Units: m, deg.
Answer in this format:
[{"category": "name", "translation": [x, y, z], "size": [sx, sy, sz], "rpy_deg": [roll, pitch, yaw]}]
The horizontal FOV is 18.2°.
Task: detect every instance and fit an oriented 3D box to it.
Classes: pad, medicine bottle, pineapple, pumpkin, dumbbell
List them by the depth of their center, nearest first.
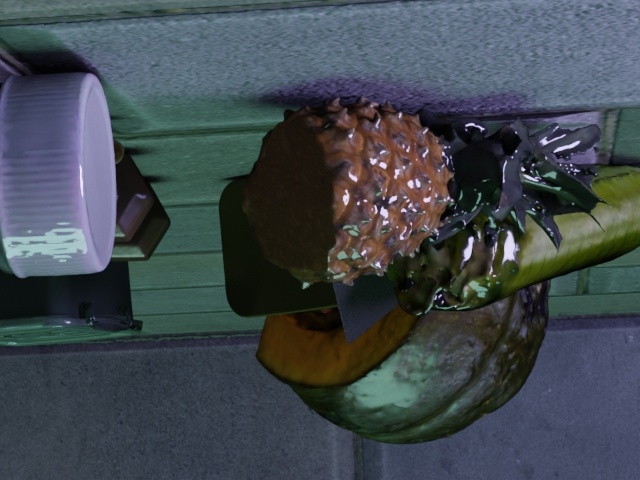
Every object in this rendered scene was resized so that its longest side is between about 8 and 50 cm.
[{"category": "medicine bottle", "translation": [-0.298, -0.043, 1.496], "size": [0.273, 0.165, 0.165], "rpy_deg": [-4, 173, 3]}, {"category": "pineapple", "translation": [0.113, -0.053, 1.700], "size": [0.364, 0.166, 0.165], "rpy_deg": [-7, 177, -37]}, {"category": "pad", "translation": [0.063, 0.001, 1.885], "size": [0.143, 0.003, 0.211], "rpy_deg": [-38, 147, -17]}, {"category": "dumbbell", "translation": [-0.200, -0.030, 1.947], "size": [0.082, 0.092, 0.231], "rpy_deg": [-31, 174, -3]}, {"category": "pumpkin", "translation": [0.097, 0.072, 2.145], "size": [0.256, 0.303, 0.225], "rpy_deg": [27, -174, 39]}]

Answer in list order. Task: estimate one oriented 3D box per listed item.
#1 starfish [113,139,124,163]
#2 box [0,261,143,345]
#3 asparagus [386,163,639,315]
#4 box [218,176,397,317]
[{"category": "starfish", "translation": [-0.290, -0.069, 1.690], "size": [0.240, 0.043, 0.227], "rpy_deg": [7, 154, -13]}, {"category": "box", "translation": [-0.334, 0.049, 2.350], "size": [0.243, 0.135, 0.163], "rpy_deg": [-6, 171, 37]}, {"category": "asparagus", "translation": [0.215, -0.008, 1.964], "size": [0.382, 0.108, 0.128], "rpy_deg": [-14, 152, -49]}, {"category": "box", "translation": [0.000, 0.000, 2.016], "size": [0.201, 0.144, 0.090], "rpy_deg": [-11, 172, 42]}]
